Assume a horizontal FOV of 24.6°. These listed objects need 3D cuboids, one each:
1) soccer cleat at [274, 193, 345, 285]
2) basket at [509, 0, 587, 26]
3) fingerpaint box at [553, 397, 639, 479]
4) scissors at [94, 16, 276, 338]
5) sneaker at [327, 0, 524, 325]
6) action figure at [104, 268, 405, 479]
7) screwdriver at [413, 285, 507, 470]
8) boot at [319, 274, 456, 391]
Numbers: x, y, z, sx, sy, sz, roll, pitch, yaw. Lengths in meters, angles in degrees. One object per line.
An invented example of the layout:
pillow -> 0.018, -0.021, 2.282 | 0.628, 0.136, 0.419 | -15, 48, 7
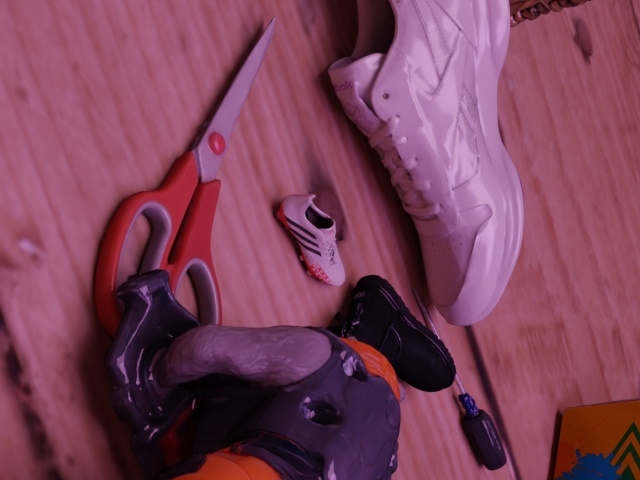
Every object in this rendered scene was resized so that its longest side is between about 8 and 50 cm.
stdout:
soccer cleat -> 0.000, 0.000, 1.064 | 0.083, 0.036, 0.029 | 58, 40, -25
basket -> 0.164, -0.362, 1.245 | 0.223, 0.213, 0.299 | 46, 46, -37
fingerpaint box -> 0.368, 0.405, 1.330 | 0.445, 0.163, 0.371 | 45, 47, -37
scissors -> -0.083, -0.057, 0.982 | 0.109, 0.021, 0.297 | 36, 54, -40
sneaker -> 0.075, -0.082, 1.159 | 0.152, 0.114, 0.305 | -6, 92, -25
action figure -> -0.009, 0.189, 0.861 | 0.341, 0.179, 0.330 | 64, 27, -27
screwdriver -> 0.108, 0.114, 1.196 | 0.025, 0.024, 0.170 | -35, 103, -22
boot -> 0.047, 0.094, 1.092 | 0.121, 0.045, 0.099 | 52, 40, -20
